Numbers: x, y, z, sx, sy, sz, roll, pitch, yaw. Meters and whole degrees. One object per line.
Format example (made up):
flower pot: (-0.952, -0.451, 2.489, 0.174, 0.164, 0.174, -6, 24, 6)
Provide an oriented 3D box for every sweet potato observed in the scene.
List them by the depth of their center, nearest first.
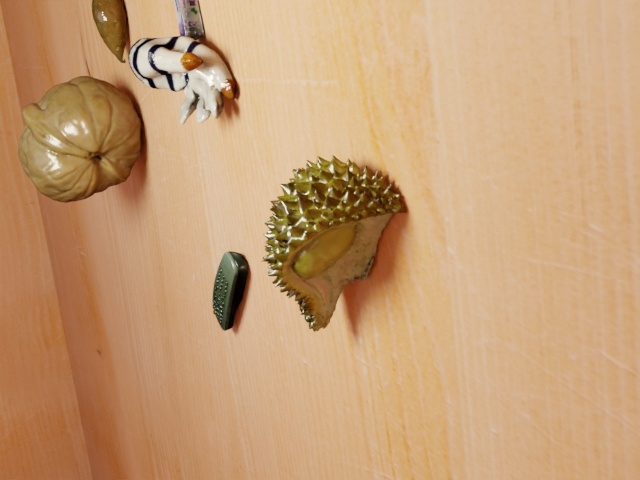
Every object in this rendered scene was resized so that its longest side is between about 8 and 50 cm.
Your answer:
sweet potato: (-0.473, -0.529, 2.138, 0.075, 0.075, 0.269, 11, 108, 63)

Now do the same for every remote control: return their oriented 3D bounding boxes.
remote control: (-0.179, 0.098, 1.874, 0.072, 0.042, 0.222, 62, 153, 28)

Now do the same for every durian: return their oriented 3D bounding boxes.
durian: (0.000, 0.000, 1.359, 0.172, 0.167, 0.306, -85, 11, -47)

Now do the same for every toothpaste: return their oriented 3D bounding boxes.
toothpaste: (-0.251, -0.461, 1.743, 0.047, 0.040, 0.196, -1, 101, 63)

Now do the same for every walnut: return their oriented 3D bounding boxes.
walnut: (-0.555, -0.234, 2.224, 0.296, 0.285, 0.285, -54, 38, 4)

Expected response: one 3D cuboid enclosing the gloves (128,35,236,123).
gloves: (-0.233, -0.296, 1.714, 0.219, 0.131, 0.140, 15, 132, 23)
